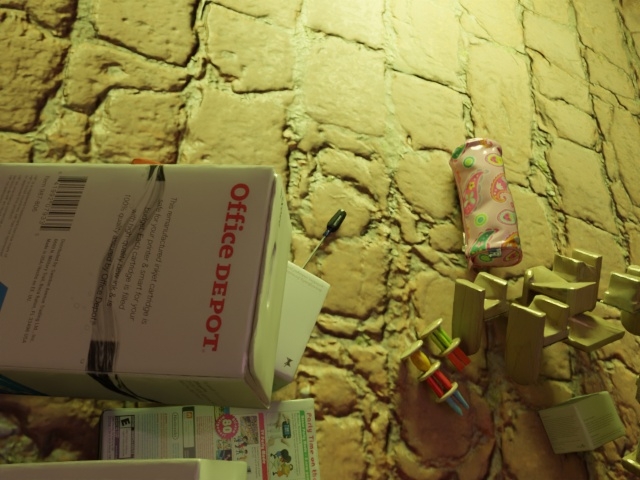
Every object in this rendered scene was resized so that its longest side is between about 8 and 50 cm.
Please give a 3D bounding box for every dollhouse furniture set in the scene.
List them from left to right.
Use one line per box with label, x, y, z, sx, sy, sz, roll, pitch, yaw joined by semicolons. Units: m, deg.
dollhouse furniture set;0.506;0.211;1.104;0.362;0.394;0.256;-11;110;-31

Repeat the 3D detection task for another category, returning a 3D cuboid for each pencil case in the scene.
pencil case;0.350;-0.076;1.266;0.124;0.124;0.284;8;64;-23

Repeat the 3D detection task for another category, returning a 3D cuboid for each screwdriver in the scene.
screwdriver;0.000;0.000;1.119;0.170;0.024;0.025;-50;122;-32

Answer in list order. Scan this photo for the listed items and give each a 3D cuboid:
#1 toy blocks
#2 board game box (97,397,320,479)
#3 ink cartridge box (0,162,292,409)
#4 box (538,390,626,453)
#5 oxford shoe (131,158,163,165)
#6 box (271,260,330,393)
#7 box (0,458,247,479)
toy blocks;0.233;0.236;1.097;0.123;0.054;0.148;-38;86;-34
board game box;-0.152;0.346;0.832;0.303;0.097;0.224;4;66;-23
ink cartridge box;-0.250;0.057;0.785;0.395;0.166;0.285;2;62;7
box;0.502;0.351;1.143;0.101;0.102;0.087;-9;73;-28
oxford shoe;-0.201;-0.048;1.016;0.271;0.097;0.098;19;79;-12
box;-0.109;0.120;0.948;0.181;0.119;0.182;31;57;-10
box;-0.266;0.350;0.629;0.345;0.168;0.215;-5;68;9
